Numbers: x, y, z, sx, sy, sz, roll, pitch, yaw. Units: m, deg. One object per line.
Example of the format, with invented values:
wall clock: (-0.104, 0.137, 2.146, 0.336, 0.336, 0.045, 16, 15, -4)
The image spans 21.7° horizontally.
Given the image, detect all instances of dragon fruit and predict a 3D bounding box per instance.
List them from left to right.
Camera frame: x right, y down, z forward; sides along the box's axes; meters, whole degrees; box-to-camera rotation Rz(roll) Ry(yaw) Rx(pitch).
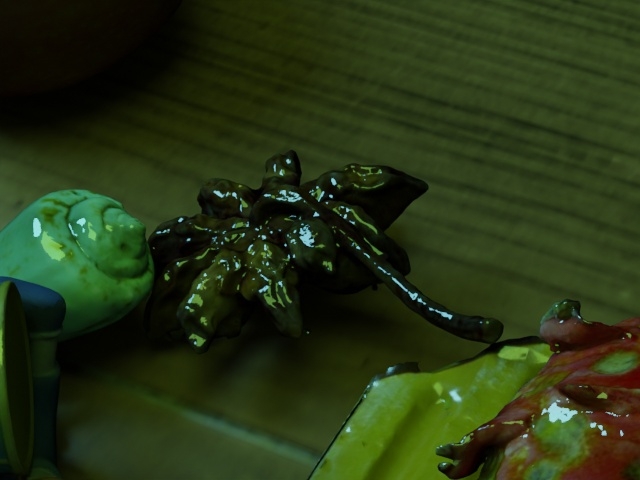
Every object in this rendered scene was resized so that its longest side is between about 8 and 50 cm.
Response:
dragon fruit: (0.203, 0.092, 0.746, 0.274, 0.126, 0.161, 25, 57, -10)

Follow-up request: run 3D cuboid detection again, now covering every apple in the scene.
apple: (-0.190, -0.210, 1.070, 0.229, 0.230, 0.230, -2, 48, 2)

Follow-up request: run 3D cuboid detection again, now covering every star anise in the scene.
star anise: (0.003, 0.002, 0.940, 0.233, 0.073, 0.177, 0, 36, 19)

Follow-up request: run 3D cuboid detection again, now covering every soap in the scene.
soap: (0.071, 0.151, 0.811, 0.160, 0.080, 0.257, 22, 52, 20)

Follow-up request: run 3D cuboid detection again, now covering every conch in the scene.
conch: (-0.164, 0.022, 0.947, 0.170, 0.079, 0.106, -23, 6, 21)

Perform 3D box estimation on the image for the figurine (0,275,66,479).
figurine: (-0.259, 0.096, 0.832, 0.275, 0.158, 0.161, -9, 52, -4)
